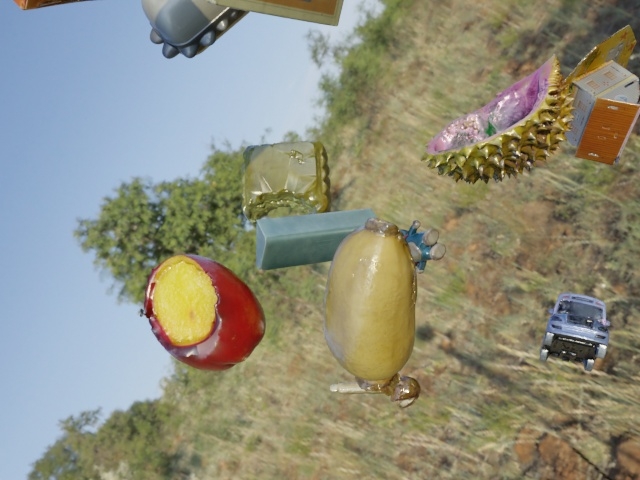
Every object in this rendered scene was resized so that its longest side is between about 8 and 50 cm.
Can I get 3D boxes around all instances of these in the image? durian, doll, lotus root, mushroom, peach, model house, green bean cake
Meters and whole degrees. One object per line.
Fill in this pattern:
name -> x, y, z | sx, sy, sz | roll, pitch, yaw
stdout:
durian -> 0.305, -0.171, 1.068 | 0.261, 0.153, 0.186 | -31, 1, 31
doll -> 0.176, 0.017, 1.263 | 0.086, 0.114, 0.152 | -33, 14, -36
lotus root -> 0.069, 0.101, 0.916 | 0.146, 0.131, 0.303 | -98, 6, -56
mushroom -> 0.110, 0.303, 1.265 | 0.060, 0.187, 0.061 | 20, -114, -61
peach -> -0.214, 0.127, 1.138 | 0.190, 0.226, 0.196 | -30, 21, 50
model house -> 0.543, -0.253, 1.164 | 0.208, 0.136, 0.219 | -27, -32, -16
green bean cake -> -0.093, -0.152, 1.704 | 0.124, 0.236, 0.232 | 52, -145, -76

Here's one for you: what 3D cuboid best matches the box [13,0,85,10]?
box -> -0.391, -0.477, 0.867 | 0.225, 0.341, 0.143 | -31, -21, -44

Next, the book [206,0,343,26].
book -> -0.020, -0.351, 0.642 | 0.170, 0.018, 0.241 | -6, -60, -38

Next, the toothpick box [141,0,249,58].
toothpick box -> -0.299, -0.594, 1.581 | 0.316, 0.229, 0.229 | -40, 4, 6

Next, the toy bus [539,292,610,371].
toy bus -> 0.570, 0.203, 1.423 | 0.292, 0.126, 0.133 | 51, -128, -65

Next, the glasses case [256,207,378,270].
glasses case -> 0.000, 0.000, 1.315 | 0.056, 0.266, 0.105 | 34, 127, 58
